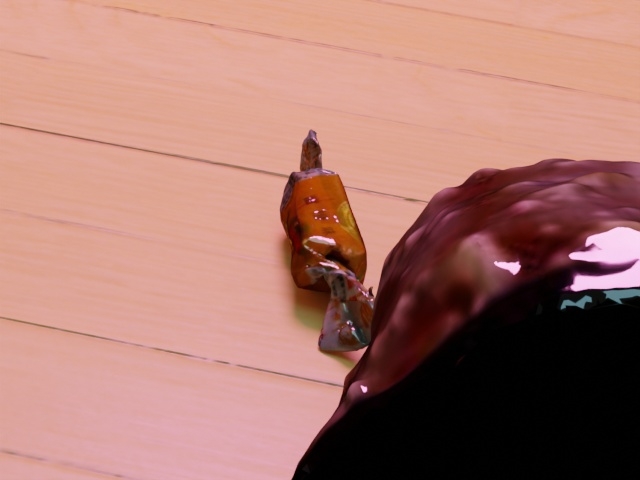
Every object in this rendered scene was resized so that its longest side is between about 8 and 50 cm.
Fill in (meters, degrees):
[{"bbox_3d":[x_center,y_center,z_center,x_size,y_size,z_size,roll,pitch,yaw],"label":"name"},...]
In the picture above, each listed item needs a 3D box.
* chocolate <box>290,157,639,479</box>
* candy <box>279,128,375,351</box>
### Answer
[{"bbox_3d":[0.164,0.074,0.599,0.340,0.225,0.210,11,28,0],"label":"chocolate"},{"bbox_3d":[0.000,0.000,0.810,0.046,0.053,0.182,-3,39,-13],"label":"candy"}]
